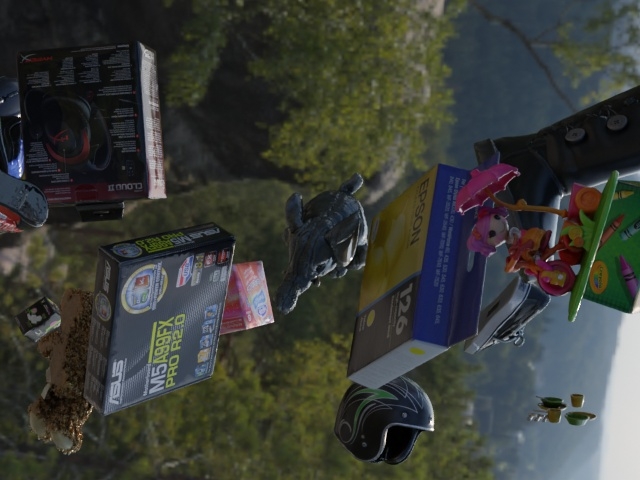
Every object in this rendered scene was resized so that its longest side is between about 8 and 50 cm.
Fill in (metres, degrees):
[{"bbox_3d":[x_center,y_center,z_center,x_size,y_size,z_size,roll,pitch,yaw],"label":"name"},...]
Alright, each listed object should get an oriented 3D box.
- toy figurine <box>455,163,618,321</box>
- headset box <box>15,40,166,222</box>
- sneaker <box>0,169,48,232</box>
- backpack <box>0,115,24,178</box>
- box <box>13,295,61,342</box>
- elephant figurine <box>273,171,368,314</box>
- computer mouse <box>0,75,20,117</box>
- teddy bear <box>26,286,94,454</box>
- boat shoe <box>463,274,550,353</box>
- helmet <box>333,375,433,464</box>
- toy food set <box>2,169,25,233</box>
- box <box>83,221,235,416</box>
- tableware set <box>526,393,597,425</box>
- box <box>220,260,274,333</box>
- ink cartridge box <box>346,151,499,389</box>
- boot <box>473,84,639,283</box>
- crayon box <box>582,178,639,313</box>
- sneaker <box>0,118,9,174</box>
[{"bbox_3d":[0.223,-0.014,1.016,0.130,0.159,0.173,63,46,-70],"label":"toy figurine"},{"bbox_3d":[-0.388,-0.179,1.586,0.110,0.218,0.293,-17,103,-82],"label":"headset box"},{"bbox_3d":[-0.520,-0.078,1.297,0.270,0.145,0.090,47,38,-57],"label":"sneaker"},{"bbox_3d":[-0.589,-0.159,1.710,0.101,0.098,0.120,94,-15,-49],"label":"backpack"},{"bbox_3d":[-0.608,0.171,2.015,0.052,0.083,0.062,54,-4,25],"label":"box"},{"bbox_3d":[0.000,0.000,1.549,0.239,0.169,0.186,-12,80,-76],"label":"elephant figurine"},{"bbox_3d":[-0.642,-0.257,1.922,0.184,0.060,0.262,61,19,-6],"label":"computer mouse"},{"bbox_3d":[-0.503,0.272,1.924,0.113,0.245,0.338,18,71,-43],"label":"teddy bear"},{"bbox_3d":[0.446,0.196,2.225,0.306,0.105,0.113,-60,-177,46],"label":"boat shoe"},{"bbox_3d":[0.118,0.317,1.680,0.162,0.169,0.169,-56,166,7],"label":"helmet"},{"bbox_3d":[-0.695,-0.093,1.954,0.306,0.219,0.092,-109,-178,-62],"label":"toy food set"},{"bbox_3d":[-0.248,0.118,1.432,0.216,0.060,0.270,-14,126,-45],"label":"box"},{"bbox_3d":[0.397,0.271,1.504,0.154,0.104,0.024,-4,96,-65],"label":"tableware set"},{"bbox_3d":[-0.278,0.152,2.138,0.142,0.299,0.154,-6,84,-65],"label":"box"},{"bbox_3d":[0.148,0.043,1.412,0.307,0.072,0.304,133,-27,-58],"label":"ink cartridge box"},{"bbox_3d":[0.557,-0.130,1.813,0.146,0.445,0.367,65,11,-50],"label":"boot"},{"bbox_3d":[0.472,0.004,1.308,0.278,0.081,0.165,-3,108,-51],"label":"crayon box"},{"bbox_3d":[-0.539,-0.157,1.480,0.097,0.084,0.235,-127,-139,-65],"label":"sneaker"}]
